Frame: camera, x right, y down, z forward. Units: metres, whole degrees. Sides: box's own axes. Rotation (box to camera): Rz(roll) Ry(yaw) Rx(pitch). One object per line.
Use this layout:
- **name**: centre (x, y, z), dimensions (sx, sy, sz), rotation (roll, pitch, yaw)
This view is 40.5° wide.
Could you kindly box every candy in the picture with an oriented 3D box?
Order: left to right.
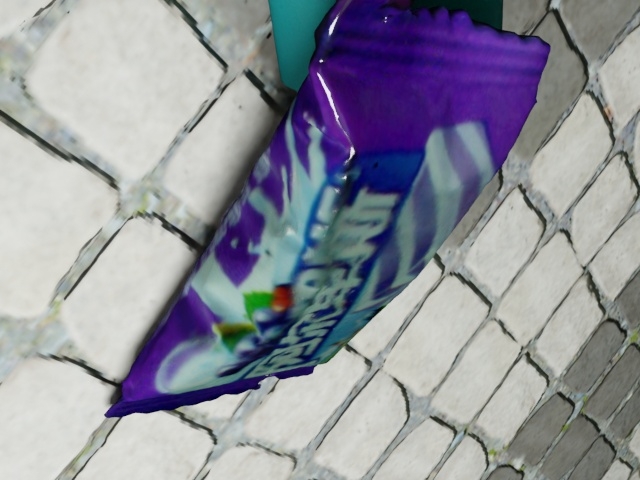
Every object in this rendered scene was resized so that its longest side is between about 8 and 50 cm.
- **candy**: centre (0.000, 0.000, 0.417), dimensions (0.145, 0.070, 0.275), rotation (-2, 138, -41)

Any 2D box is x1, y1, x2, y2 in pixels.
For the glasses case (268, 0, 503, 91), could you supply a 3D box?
- **glasses case**: centre (0.025, -0.206, 0.340), dimensions (0.117, 0.070, 0.301), rotation (-30, 135, -25)
